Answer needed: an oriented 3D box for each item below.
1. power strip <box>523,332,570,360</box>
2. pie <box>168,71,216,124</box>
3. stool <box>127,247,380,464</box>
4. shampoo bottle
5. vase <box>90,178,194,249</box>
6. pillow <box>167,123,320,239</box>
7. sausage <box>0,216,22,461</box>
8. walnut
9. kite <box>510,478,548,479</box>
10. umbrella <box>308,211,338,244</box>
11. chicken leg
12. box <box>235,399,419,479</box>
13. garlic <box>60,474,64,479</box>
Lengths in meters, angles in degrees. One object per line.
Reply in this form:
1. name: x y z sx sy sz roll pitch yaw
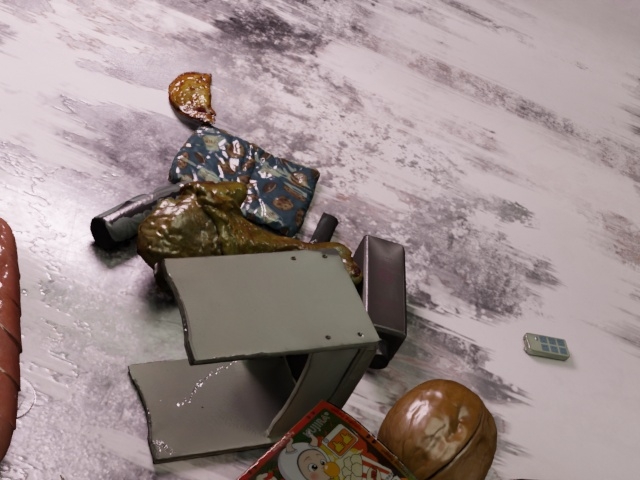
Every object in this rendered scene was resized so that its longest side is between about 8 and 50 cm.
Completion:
1. power strip: 0.400 0.188 1.660 0.090 0.016 0.040 12 45 -16
2. pie: -0.247 -0.279 1.789 0.088 0.033 0.191 -3 38 -8
3. stool: -0.097 0.156 1.281 0.270 0.243 0.170 -2 49 -28
4. shampoo bottle: 0.094 0.104 1.546 0.080 0.079 0.246 15 44 -11
5. vase: -0.279 -0.052 1.533 0.060 0.060 0.211 41 45 16
6. pillow: -0.135 -0.113 1.689 0.256 0.034 0.189 25 44 -4
7. sausage: -0.446 0.129 1.257 0.088 0.088 0.433 5 47 -22
8. walnut: 0.165 0.293 1.338 0.167 0.167 0.207 34 45 8
9. kite: 0.352 0.411 1.422 0.157 0.011 0.139 39 46 14
10. umbrella: -0.002 -0.001 1.642 0.036 0.031 0.133 9 41 14
11. chicken leg: -0.122 -0.001 1.508 0.361 0.140 0.211 2 68 -28
12. box: -0.008 0.345 1.208 0.177 0.148 0.195 39 43 16
13. garlic: -0.301 0.363 1.116 0.152 0.066 0.084 45 18 14
